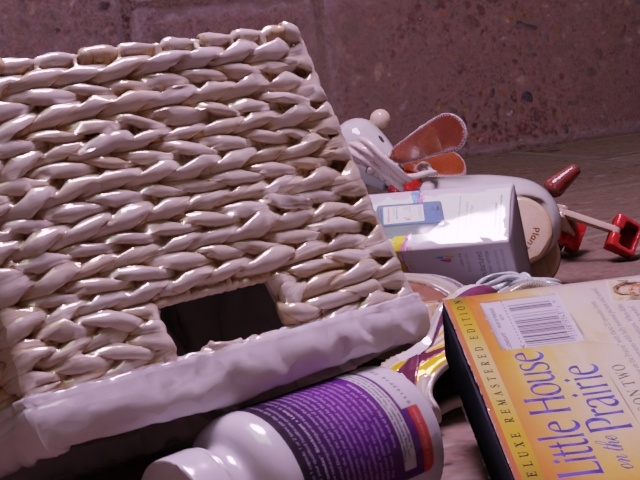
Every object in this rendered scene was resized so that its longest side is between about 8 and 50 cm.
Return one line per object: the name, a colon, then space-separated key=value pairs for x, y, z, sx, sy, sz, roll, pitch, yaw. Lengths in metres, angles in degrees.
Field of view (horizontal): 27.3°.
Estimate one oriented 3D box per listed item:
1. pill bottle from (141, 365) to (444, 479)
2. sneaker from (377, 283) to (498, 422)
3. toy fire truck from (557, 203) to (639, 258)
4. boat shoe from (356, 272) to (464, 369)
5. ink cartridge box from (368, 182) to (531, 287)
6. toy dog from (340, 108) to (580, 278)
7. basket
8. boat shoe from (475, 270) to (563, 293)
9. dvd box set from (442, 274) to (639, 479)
pill bottle: x=-0.019 y=0.156 z=0.873 sx=0.193 sy=0.108 sz=0.108 roll=-13 pitch=11 yaw=-42
sneaker: x=0.126 y=0.106 z=1.181 sx=0.084 sy=0.070 sz=0.185 roll=6 pitch=38 yaw=43
toy fire truck: x=0.339 y=-0.025 z=1.849 sx=0.192 sy=0.047 sz=0.135 roll=23 pitch=-12 yaw=-4
boat shoe: x=0.004 y=0.081 z=1.355 sx=0.324 sy=0.123 sz=0.116 roll=-2 pitch=11 yaw=40
ink cartridge box: x=0.119 y=0.025 z=1.472 sx=0.212 sy=0.154 sz=0.093 roll=-3 pitch=49 yaw=16
toy dog: x=0.186 y=-0.083 z=1.650 sx=0.333 sy=0.161 sz=0.220 roll=35 pitch=-5 yaw=-5
basket: x=-0.162 y=0.031 z=1.012 sx=0.328 sy=0.266 sz=0.331 roll=-13 pitch=-12 yaw=-35
boat shoe: x=0.219 y=0.074 z=1.273 sx=0.118 sy=0.103 sz=0.320 roll=-7 pitch=7 yaw=-6
dvd box set: x=0.316 y=0.101 z=0.937 sx=0.420 sy=0.062 sz=0.307 roll=-7 pitch=21 yaw=-3
